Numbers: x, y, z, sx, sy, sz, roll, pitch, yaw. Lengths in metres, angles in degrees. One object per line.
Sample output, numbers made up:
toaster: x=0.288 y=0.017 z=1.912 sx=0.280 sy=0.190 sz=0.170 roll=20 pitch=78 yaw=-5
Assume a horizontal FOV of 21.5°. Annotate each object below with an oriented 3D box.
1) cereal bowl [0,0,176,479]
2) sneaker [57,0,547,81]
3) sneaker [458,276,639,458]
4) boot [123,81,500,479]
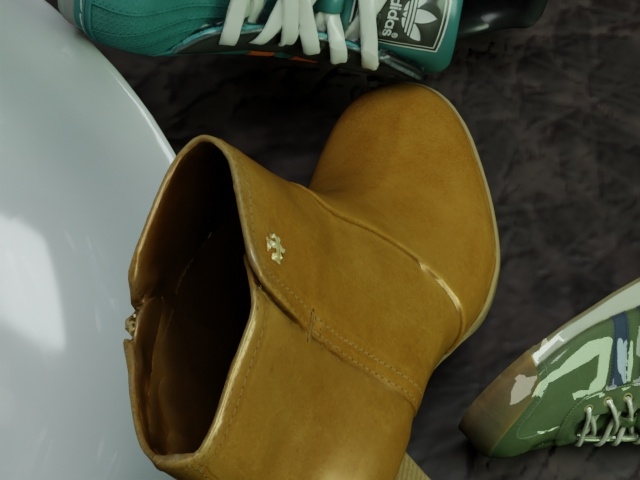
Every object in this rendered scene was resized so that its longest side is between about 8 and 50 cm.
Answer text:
cereal bowl: x=-0.209 y=0.028 z=0.735 sx=0.339 sy=0.141 sz=0.339 roll=28 pitch=46 yaw=-33
sneaker: x=0.008 y=-0.139 z=0.864 sx=0.121 sy=0.108 sz=0.302 roll=35 pitch=34 yaw=29
sneaker: x=0.168 y=0.071 z=0.854 sx=0.192 sy=0.064 sz=0.086 roll=-29 pitch=64 yaw=-27
boot: x=-0.001 y=0.001 z=0.774 sx=0.104 sy=0.211 sz=0.295 roll=-10 pitch=57 yaw=24
